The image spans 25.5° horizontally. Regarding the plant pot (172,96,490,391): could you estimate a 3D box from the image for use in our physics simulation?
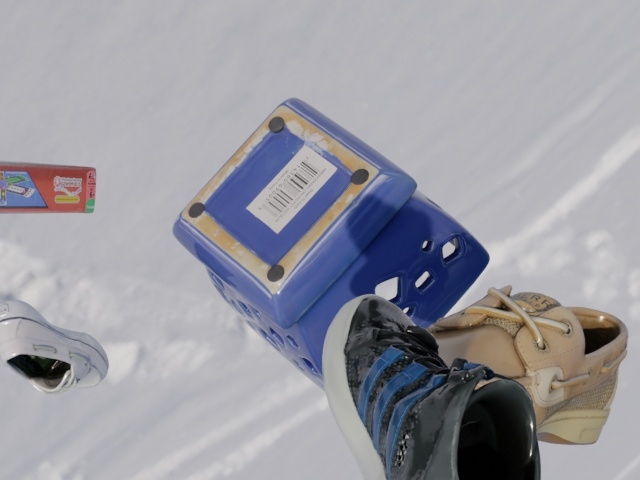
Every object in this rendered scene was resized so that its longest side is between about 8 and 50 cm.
[{"bbox_3d":[0.000,0.000,1.511,0.236,0.236,0.212,-47,141,-5],"label":"plant pot"}]

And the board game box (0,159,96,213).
[{"bbox_3d":[-0.250,-0.029,0.641,0.281,0.145,0.027,-2,97,-57],"label":"board game box"}]

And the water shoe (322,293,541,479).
[{"bbox_3d":[0.057,0.080,0.588,0.073,0.203,0.080,32,115,-28],"label":"water shoe"}]

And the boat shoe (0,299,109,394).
[{"bbox_3d":[-0.315,0.144,1.637,0.083,0.076,0.226,-27,150,14],"label":"boat shoe"}]

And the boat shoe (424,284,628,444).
[{"bbox_3d":[0.131,0.084,1.039,0.341,0.121,0.110,9,107,-60],"label":"boat shoe"}]
